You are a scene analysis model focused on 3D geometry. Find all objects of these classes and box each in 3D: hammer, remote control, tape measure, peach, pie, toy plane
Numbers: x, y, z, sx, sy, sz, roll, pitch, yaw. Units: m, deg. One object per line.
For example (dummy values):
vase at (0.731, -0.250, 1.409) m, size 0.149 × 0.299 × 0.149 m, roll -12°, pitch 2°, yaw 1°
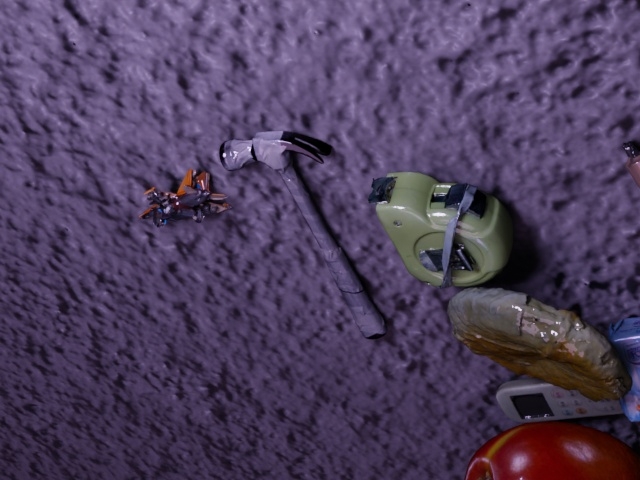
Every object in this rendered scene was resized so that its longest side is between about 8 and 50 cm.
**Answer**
hammer at (0.000, 0.001, 2.002) m, size 0.152 × 0.044 × 0.427 m, roll -6°, pitch 133°, yaw 24°
remote control at (0.423, 0.235, 2.093) m, size 0.309 × 0.038 × 0.090 m, roll -10°, pitch 130°, yaw 29°
tape measure at (0.178, -0.005, 1.879) m, size 0.175 × 0.106 × 0.200 m, roll -2°, pitch 136°, yaw 26°
peach at (0.385, 0.380, 2.130) m, size 0.362 × 0.201 × 0.258 m, roll -4°, pitch 146°, yaw -22°
pie at (0.313, 0.146, 1.932) m, size 0.306 × 0.071 × 0.306 m, roll 25°, pitch 169°, yaw 5°
toy plane at (-0.219, -0.047, 2.011) m, size 0.135 × 0.062 × 0.188 m, roll 15°, pitch 148°, yaw -37°

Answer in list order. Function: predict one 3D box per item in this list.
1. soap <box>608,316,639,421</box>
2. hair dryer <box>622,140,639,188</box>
soap at (0.548, 0.174, 1.927) m, size 0.293 × 0.077 × 0.156 m, roll -10°, pitch 108°, yaw 27°
hair dryer at (0.441, -0.049, 1.756) m, size 0.064 × 0.117 × 0.181 m, roll -28°, pitch 101°, yaw 40°
